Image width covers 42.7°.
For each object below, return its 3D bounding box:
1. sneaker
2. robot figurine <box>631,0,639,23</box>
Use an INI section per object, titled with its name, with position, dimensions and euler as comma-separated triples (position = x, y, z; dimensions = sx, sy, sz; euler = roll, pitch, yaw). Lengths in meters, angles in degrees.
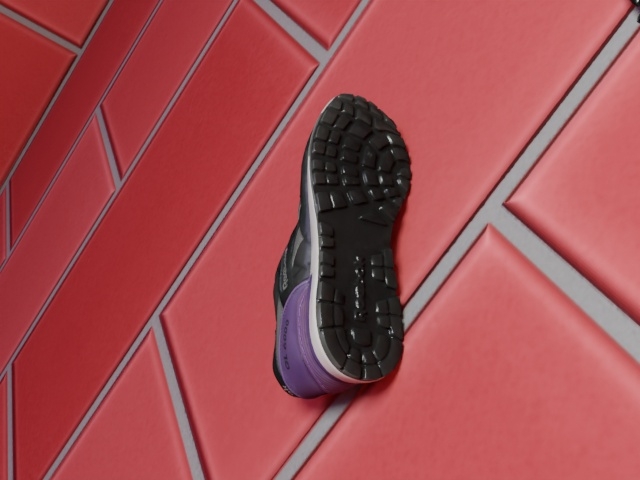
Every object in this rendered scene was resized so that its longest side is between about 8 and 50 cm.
[sneaker]
position = 0.000, 0.000, 0.732
dimensions = 0.124, 0.107, 0.283
euler = -33, 42, 49
[robot figurine]
position = 0.252, -0.211, 0.471
dimensions = 0.085, 0.211, 0.291
euler = -13, 31, -5
